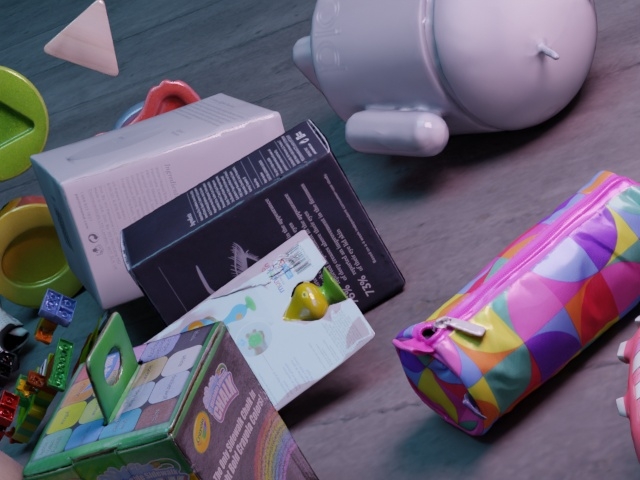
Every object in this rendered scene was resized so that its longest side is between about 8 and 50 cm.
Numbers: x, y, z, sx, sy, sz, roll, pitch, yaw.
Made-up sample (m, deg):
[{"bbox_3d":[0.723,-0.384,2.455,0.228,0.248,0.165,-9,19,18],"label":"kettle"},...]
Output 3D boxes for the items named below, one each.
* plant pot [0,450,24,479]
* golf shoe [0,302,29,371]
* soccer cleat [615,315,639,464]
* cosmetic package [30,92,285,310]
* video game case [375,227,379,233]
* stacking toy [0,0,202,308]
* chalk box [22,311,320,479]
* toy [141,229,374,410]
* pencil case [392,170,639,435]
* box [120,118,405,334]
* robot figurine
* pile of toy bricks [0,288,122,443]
[{"bbox_3d":[-0.249,0.299,0.978,0.256,0.256,0.274,-34,37,-8],"label":"plant pot"},{"bbox_3d":[-0.359,0.107,1.701,0.086,0.067,0.186,-3,23,-4],"label":"golf shoe"},{"bbox_3d":[0.262,0.064,1.021,0.095,0.083,0.248,-9,28,31],"label":"soccer cleat"},{"bbox_3d":[-0.155,-0.046,1.585,0.225,0.138,0.224,-21,16,-13],"label":"cosmetic package"},{"bbox_3d":[0.000,0.000,1.543,0.087,0.011,0.122,-34,23,-9],"label":"video game case"},{"bbox_3d":[-0.283,-0.109,1.783,0.309,0.279,0.130,-31,14,0],"label":"stacking toy"},{"bbox_3d":[-0.113,0.153,1.106,0.132,0.213,0.132,-19,25,25],"label":"chalk box"},{"bbox_3d":[-0.071,0.113,1.312,0.237,0.056,0.137,-39,51,5],"label":"toy"},{"bbox_3d":[0.163,0.044,1.150,0.236,0.104,0.104,-38,24,-19],"label":"pencil case"},{"bbox_3d":[-0.054,0.015,1.395,0.207,0.153,0.108,-29,23,0],"label":"box"},{"bbox_3d":[0.130,-0.204,1.564,0.353,0.200,0.300,-2,56,48],"label":"robot figurine"},{"bbox_3d":[-0.263,0.148,1.463,0.105,0.118,0.212,-54,18,34],"label":"pile of toy bricks"}]
